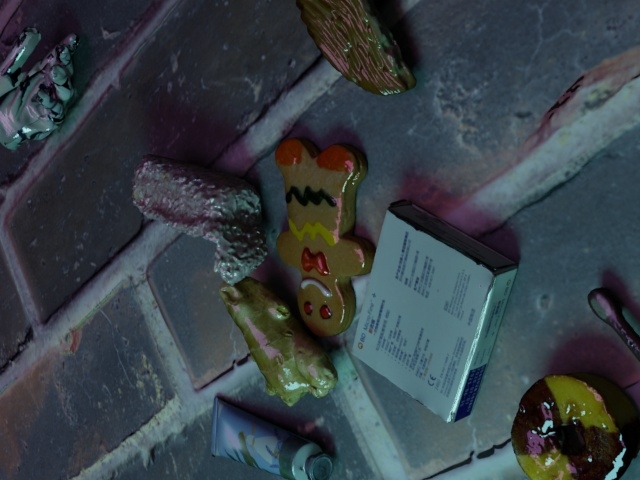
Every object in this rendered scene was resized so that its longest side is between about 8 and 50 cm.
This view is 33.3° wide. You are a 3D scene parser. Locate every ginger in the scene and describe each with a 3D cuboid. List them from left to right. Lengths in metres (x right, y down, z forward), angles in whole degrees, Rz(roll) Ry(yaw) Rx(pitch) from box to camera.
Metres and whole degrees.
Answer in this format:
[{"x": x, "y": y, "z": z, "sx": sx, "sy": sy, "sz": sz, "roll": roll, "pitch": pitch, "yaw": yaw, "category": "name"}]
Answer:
[{"x": -0.055, "y": 0.135, "z": 1.381, "sx": 0.205, "sy": 0.081, "sz": 0.115, "roll": 49, "pitch": 162, "yaw": 26, "category": "ginger"}]

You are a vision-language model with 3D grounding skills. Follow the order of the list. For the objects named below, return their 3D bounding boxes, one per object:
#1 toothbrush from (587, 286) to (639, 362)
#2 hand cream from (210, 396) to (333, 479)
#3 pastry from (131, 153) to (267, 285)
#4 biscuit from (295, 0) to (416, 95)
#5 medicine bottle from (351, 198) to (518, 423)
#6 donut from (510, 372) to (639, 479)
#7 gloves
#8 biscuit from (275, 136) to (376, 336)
[{"x": 0.365, "y": 0.185, "z": 0.983, "sx": 0.364, "sy": 0.041, "sz": 0.041, "roll": 54, "pitch": 131, "yaw": 25, "category": "toothbrush"}, {"x": -0.076, "y": 0.281, "z": 1.460, "sx": 0.256, "sy": 0.055, "sz": 0.088, "roll": 9, "pitch": 101, "yaw": 52, "category": "hand cream"}, {"x": -0.161, "y": -0.048, "z": 1.430, "sx": 0.265, "sy": 0.103, "sz": 0.112, "roll": 34, "pitch": 115, "yaw": 40, "category": "pastry"}, {"x": 0.029, "y": -0.259, "z": 1.199, "sx": 0.228, "sy": 0.031, "sz": 0.176, "roll": 48, "pitch": 152, "yaw": 24, "category": "biscuit"}, {"x": 0.120, "y": 0.078, "z": 1.204, "sx": 0.171, "sy": 0.052, "sz": 0.201, "roll": 32, "pitch": 121, "yaw": 37, "category": "medicine bottle"}, {"x": 0.260, "y": 0.198, "z": 1.080, "sx": 0.140, "sy": 0.059, "sz": 0.140, "roll": 13, "pitch": 108, "yaw": 44, "category": "donut"}, {"x": -0.443, "y": -0.245, "z": 1.690, "sx": 0.212, "sy": 0.111, "sz": 0.127, "roll": -39, "pitch": 62, "yaw": 13, "category": "gloves"}, {"x": -0.001, "y": 0.000, "z": 1.325, "sx": 0.165, "sy": 0.036, "sz": 0.250, "roll": 11, "pitch": 106, "yaw": 46, "category": "biscuit"}]
